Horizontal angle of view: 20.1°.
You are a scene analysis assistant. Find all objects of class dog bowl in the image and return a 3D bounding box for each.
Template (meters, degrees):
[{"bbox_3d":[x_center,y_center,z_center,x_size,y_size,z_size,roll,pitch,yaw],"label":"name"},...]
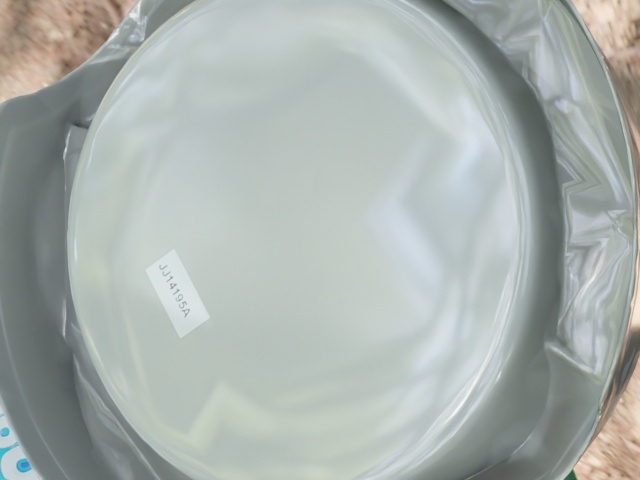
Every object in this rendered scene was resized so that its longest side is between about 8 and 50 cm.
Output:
[{"bbox_3d":[0.000,0.000,0.860,0.349,0.102,0.348,-1,88,29],"label":"dog bowl"}]

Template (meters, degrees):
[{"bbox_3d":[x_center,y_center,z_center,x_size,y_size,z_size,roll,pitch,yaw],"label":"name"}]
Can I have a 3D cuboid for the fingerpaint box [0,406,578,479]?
[{"bbox_3d":[-0.059,0.138,1.042,0.371,0.163,0.444,-17,53,-3],"label":"fingerpaint box"}]
